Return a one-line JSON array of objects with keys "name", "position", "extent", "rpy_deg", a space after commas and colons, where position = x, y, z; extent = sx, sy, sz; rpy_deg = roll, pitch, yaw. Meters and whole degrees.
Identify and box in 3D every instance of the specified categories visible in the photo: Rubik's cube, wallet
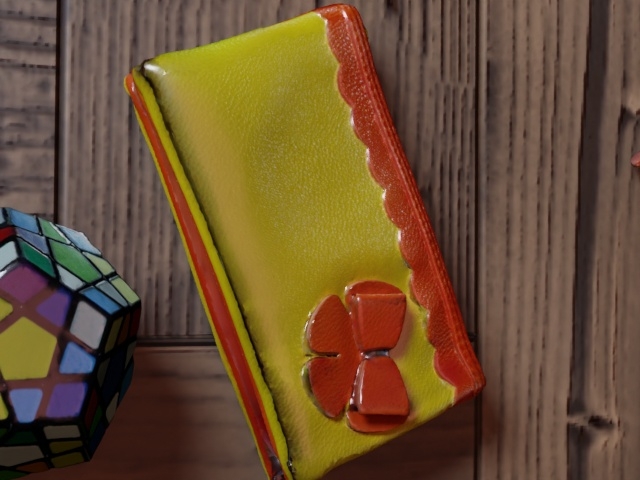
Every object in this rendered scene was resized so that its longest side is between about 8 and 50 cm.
[{"name": "Rubik's cube", "position": [-0.149, 0.050, 0.580], "extent": [0.111, 0.133, 0.133], "rpy_deg": [15, 82, 8]}, {"name": "wallet", "position": [0.000, 0.000, 0.664], "extent": [0.141, 0.067, 0.241], "rpy_deg": [-22, 96, -22]}]

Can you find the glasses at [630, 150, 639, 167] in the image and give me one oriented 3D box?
[{"name": "glasses", "position": [0.257, -0.191, 0.742], "extent": [0.268, 0.118, 0.234], "rpy_deg": [-43, 105, -17]}]
